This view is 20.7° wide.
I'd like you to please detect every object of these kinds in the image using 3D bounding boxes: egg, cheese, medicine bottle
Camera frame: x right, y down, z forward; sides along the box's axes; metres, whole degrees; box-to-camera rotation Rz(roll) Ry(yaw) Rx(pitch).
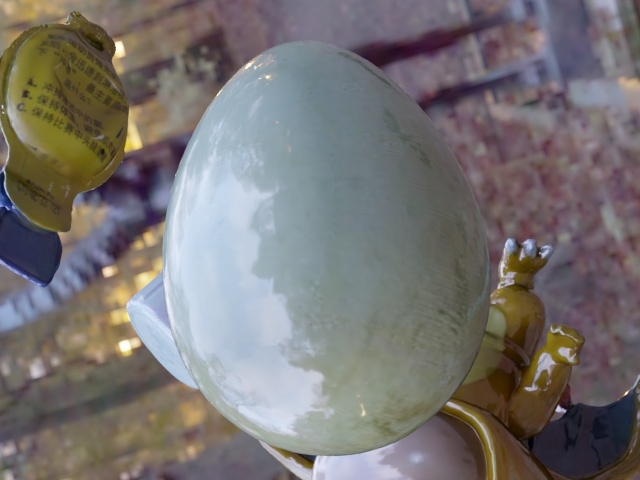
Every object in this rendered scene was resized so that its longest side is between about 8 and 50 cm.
[{"bbox_3d":[0.000,0.000,1.178,0.218,0.218,0.295,81,178,-64],"label":"egg"},{"bbox_3d":[-0.232,-0.084,1.513,0.156,0.064,0.250,37,-125,-39],"label":"cheese"},{"bbox_3d":[-0.107,0.061,1.873,0.135,0.168,0.135,40,158,20],"label":"medicine bottle"}]

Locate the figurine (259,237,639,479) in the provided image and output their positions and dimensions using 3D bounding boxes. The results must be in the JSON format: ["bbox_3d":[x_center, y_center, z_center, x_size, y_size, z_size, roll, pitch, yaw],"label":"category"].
[{"bbox_3d":[0.148,0.200,1.647,0.268,0.401,0.387,113,163,-58],"label":"figurine"}]
